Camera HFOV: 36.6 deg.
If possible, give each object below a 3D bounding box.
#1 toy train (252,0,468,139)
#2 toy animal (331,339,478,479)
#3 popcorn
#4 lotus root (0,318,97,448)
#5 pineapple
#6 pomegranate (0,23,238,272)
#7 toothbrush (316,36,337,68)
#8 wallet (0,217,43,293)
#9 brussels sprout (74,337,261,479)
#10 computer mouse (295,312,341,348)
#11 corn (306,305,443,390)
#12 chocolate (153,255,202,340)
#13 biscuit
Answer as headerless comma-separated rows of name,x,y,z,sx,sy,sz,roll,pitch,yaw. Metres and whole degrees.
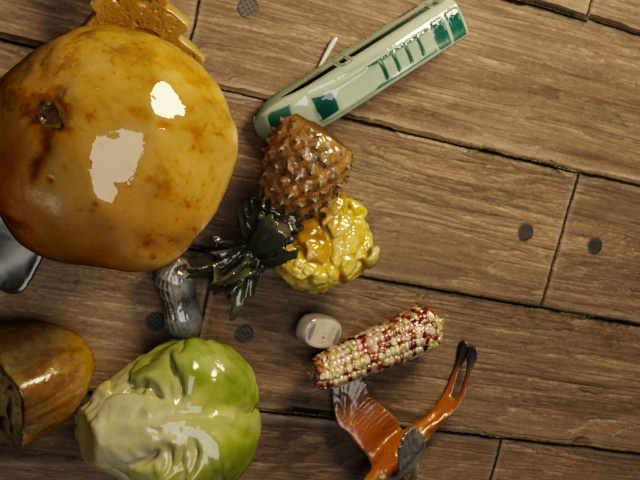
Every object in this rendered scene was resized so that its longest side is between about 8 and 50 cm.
toy train,0.070,-0.286,1.682,0.407,0.088,0.086,-33,122,-9
toy animal,0.178,0.370,1.897,0.284,0.225,0.302,-19,123,-35
popcorn,0.015,0.012,1.726,0.163,0.140,0.194,37,80,-14
lotus root,-0.480,0.215,1.615,0.180,0.199,0.188,-30,154,-39
pineapple,-0.084,-0.029,1.614,0.165,0.165,0.364,29,98,-22
pomegranate,-0.305,-0.133,1.479,0.410,0.410,0.410,-4,105,-17
toothbrush,-0.016,-0.290,1.702,0.017,0.014,0.162,30,93,-8
wallet,-0.614,-0.062,1.543,0.377,0.051,0.197,27,92,-20
brussels sprout,-0.245,0.319,1.652,0.316,0.242,0.274,-31,115,-15
computer mouse,-0.007,0.166,1.805,0.096,0.039,0.066,15,99,-39
corn,0.105,0.201,1.816,0.280,0.092,0.092,-19,109,-17
chocolate,-0.249,0.098,1.691,0.072,0.072,0.167,-16,110,-14
biscuit,-0.296,-0.335,1.543,0.212,0.041,0.239,-4,131,-4
